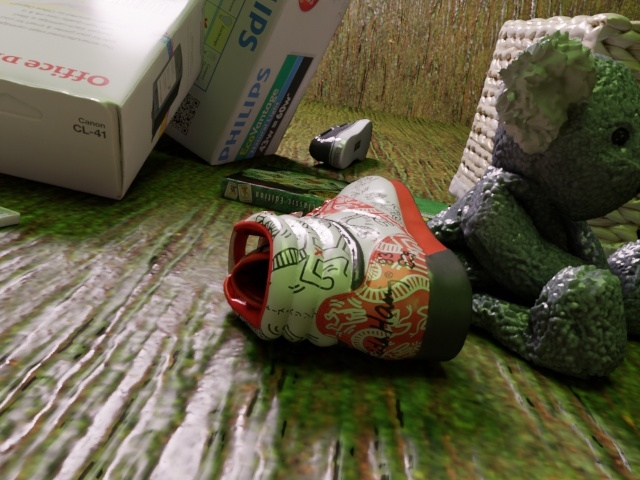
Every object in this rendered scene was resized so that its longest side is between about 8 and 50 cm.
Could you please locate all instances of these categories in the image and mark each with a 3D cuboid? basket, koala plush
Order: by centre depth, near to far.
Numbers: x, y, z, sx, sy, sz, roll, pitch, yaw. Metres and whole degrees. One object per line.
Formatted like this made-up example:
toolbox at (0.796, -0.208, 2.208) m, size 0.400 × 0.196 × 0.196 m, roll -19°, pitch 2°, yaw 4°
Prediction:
koala plush at (0.181, -0.044, 0.480) m, size 0.203 × 0.221 × 0.196 m, roll 23°, pitch 22°, yaw 38°
basket at (0.374, -0.113, 0.745) m, size 0.329 × 0.266 × 0.331 m, roll 9°, pitch 19°, yaw -5°

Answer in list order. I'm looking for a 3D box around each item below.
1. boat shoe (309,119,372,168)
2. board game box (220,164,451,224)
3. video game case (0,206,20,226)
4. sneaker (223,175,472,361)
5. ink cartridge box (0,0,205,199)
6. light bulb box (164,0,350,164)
boat shoe at (0.038, -0.180, 1.115) m, size 0.076 × 0.080 × 0.228 m, roll 15°, pitch 25°, yaw 14°
board game box at (0.023, -0.049, 0.750) m, size 0.260 × 0.030 × 0.136 m, roll 14°, pitch 15°, yaw 16°
video game case at (-0.324, -0.018, 0.490) m, size 0.087 × 0.011 × 0.122 m, roll 16°, pitch 18°, yaw 20°
sneaker at (0.000, -0.001, 0.471) m, size 0.145 × 0.090 × 0.270 m, roll 8°, pitch 19°, yaw -13°
ink cartridge box at (-0.285, -0.208, 0.715) m, size 0.226 × 0.131 × 0.306 m, roll 13°, pitch 44°, yaw 0°
light bulb box at (-0.182, -0.367, 0.965) m, size 0.361 × 0.357 × 0.225 m, roll 36°, pitch 23°, yaw 12°
